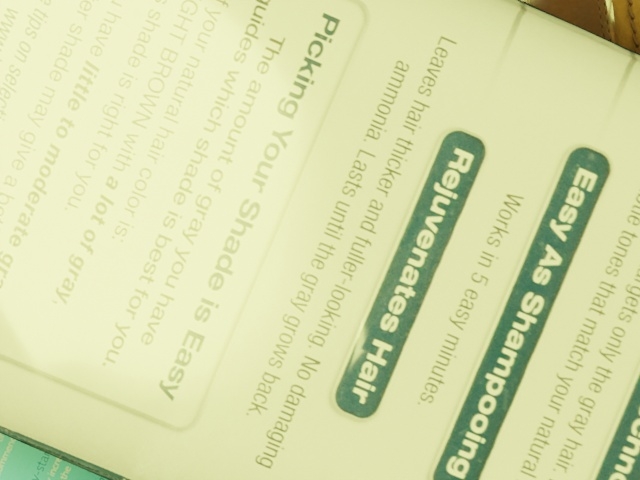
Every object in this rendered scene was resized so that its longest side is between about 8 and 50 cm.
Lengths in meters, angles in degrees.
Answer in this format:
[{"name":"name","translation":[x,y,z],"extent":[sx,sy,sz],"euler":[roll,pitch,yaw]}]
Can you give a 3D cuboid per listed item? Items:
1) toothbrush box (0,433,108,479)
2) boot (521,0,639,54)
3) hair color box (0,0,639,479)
[{"name":"toothbrush box","translation":[-0.116,0.021,0.728],"extent":[0.295,0.126,0.216],"euler":[20,77,11]},{"name":"boot","translation":[0.170,-0.157,0.724],"extent":[0.264,0.096,0.280],"euler":[37,87,35]},{"name":"hair color box","translation":[0.000,0.000,0.582],"extent":[0.347,0.105,0.174],"euler":[23,89,-5]}]
